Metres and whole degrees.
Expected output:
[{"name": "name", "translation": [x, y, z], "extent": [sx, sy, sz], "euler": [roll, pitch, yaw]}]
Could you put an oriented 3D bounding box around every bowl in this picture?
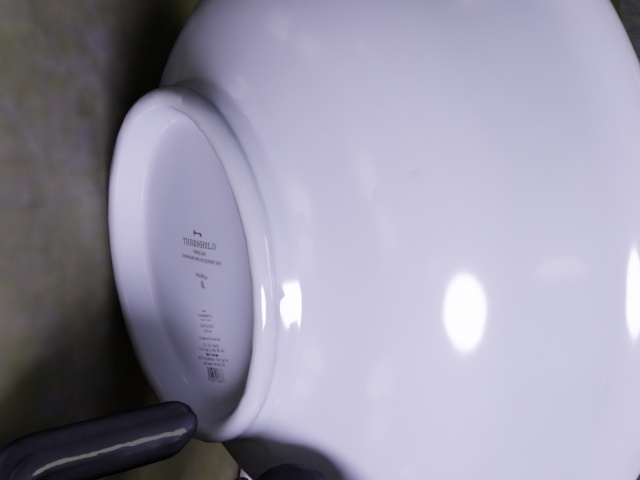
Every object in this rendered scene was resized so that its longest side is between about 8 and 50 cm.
[{"name": "bowl", "translation": [0.000, 0.000, 0.671], "extent": [0.298, 0.134, 0.298], "euler": [28, -58, 57]}]

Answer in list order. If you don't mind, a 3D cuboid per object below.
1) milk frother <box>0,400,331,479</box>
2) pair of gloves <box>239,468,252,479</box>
[{"name": "milk frother", "translation": [-0.072, 0.146, 0.599], "extent": [0.134, 0.129, 0.143], "euler": [-14, 137, -39]}, {"name": "pair of gloves", "translation": [-0.004, 0.220, 0.903], "extent": [0.240, 0.042, 0.204], "euler": [62, 30, -54]}]
